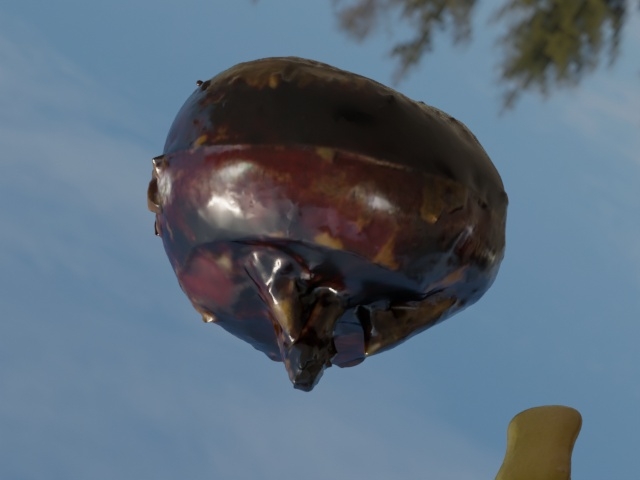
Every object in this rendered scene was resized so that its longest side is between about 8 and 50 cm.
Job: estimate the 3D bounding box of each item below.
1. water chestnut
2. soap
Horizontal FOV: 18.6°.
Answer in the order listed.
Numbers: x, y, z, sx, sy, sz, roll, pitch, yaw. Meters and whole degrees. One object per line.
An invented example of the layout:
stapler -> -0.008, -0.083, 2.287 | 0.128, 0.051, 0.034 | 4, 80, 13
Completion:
water chestnut -> 0.000, 0.000, 1.572 | 0.300, 0.300, 0.300 | 28, -160, -11
soap -> 0.093, 0.092, 0.831 | 0.034, 0.012, 0.089 | -7, -161, 17
